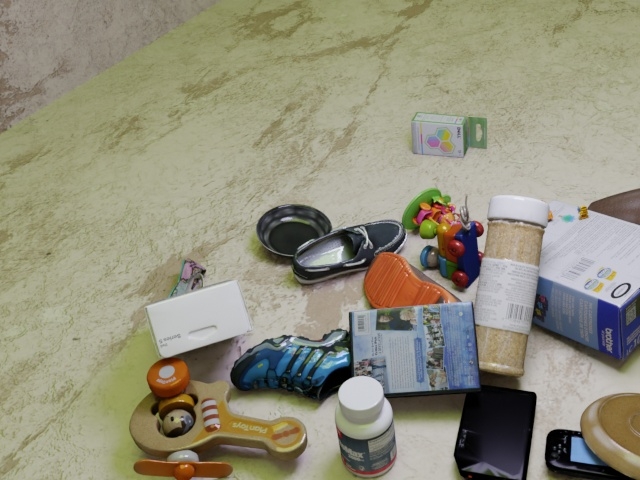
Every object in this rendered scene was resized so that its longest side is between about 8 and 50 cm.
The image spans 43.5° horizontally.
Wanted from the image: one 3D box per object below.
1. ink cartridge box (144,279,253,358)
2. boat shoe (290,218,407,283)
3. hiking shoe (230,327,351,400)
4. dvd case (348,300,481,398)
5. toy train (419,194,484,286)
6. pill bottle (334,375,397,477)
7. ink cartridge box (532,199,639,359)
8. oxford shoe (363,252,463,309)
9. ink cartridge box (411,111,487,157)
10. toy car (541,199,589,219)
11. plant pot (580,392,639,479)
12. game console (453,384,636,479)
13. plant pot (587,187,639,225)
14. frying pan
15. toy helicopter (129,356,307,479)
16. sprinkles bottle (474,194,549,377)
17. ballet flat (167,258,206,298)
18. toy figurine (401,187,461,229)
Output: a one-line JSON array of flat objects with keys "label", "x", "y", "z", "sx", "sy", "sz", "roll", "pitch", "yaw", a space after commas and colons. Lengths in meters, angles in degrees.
[{"label": "ink cartridge box", "x": -0.263, "y": 0.163, "z": 1.724, "sx": 0.198, "sy": 0.115, "sz": 0.273, "roll": -17, "pitch": 0, "yaw": -11}, {"label": "boat shoe", "x": 0.075, "y": 0.019, "z": 1.944, "sx": 0.302, "sy": 0.091, "sz": 0.114, "roll": -26, "pitch": 68, "yaw": -10}, {"label": "hiking shoe", "x": -0.038, "y": 0.268, "z": 1.654, "sx": 0.304, "sy": 0.113, "sz": 0.132, "roll": -13, "pitch": 44, "yaw": 1}, {"label": "dvd case", "x": 0.183, "y": 0.219, "z": 1.589, "sx": 0.253, "sy": 0.022, "sz": 0.180, "roll": -6, "pitch": 70, "yaw": 11}, {"label": "toy train", "x": 0.291, "y": -0.019, "z": 1.852, "sx": 0.143, "sy": 0.248, "sz": 0.105, "roll": 17, "pitch": 44, "yaw": 37}, {"label": "pill bottle", "x": 0.082, "y": 0.340, "z": 1.477, "sx": 0.108, "sy": 0.180, "sz": 0.108, "roll": -6, "pitch": 37, "yaw": 4}, {"label": "ink cartridge box", "x": 0.588, "y": 0.081, "z": 1.704, "sx": 0.270, "sy": 0.151, "sz": 0.395, "roll": -34, "pitch": 36, "yaw": -28}, {"label": "oxford shoe", "x": 0.215, "y": 0.133, "z": 1.798, "sx": 0.130, "sy": 0.133, "sz": 0.364, "roll": -59, "pitch": 31, "yaw": 6}, {"label": "ink cartridge box", "x": 0.370, "y": -0.303, "z": 2.315, "sx": 0.209, "sy": 0.109, "sz": 0.062, "roll": 8, "pitch": 41, "yaw": 21}, {"label": "toy car", "x": 0.532, "y": -0.075, "z": 1.792, "sx": 0.122, "sy": 0.040, "sz": 0.060, "roll": -7, "pitch": 33, "yaw": 13}, {"label": "plant pot", "x": 0.591, "y": 0.345, "z": 1.441, "sx": 0.236, "sy": 0.032, "sz": 0.236, "roll": 3, "pitch": 29, "yaw": -2}, {"label": "game console", "x": 0.434, "y": 0.372, "z": 1.475, "sx": 0.361, "sy": 0.044, "sz": 0.213, "roll": 5, "pitch": 40, "yaw": 17}, {"label": "plant pot", "x": 0.734, "y": -0.034, "z": 1.833, "sx": 0.230, "sy": 0.215, "sz": 0.215, "roll": 5, "pitch": 37, "yaw": 41}, {"label": "frying pan", "x": -0.003, "y": -0.021, "z": 2.072, "sx": 0.326, "sy": 0.053, "sz": 0.197, "roll": 1, "pitch": 44, "yaw": -2}, {"label": "toy helicopter", "x": -0.201, "y": 0.371, "z": 1.539, "sx": 0.355, "sy": 0.140, "sz": 0.235, "roll": 6, "pitch": 41, "yaw": 15}, {"label": "sprinkles bottle", "x": 0.376, "y": 0.091, "z": 1.620, "sx": 0.121, "sy": 0.121, "sz": 0.355, "roll": 8, "pitch": 85, "yaw": 22}, {"label": "ballet flat", "x": -0.323, "y": 0.128, "z": 1.939, "sx": 0.079, "sy": 0.077, "sz": 0.221, "roll": 15, "pitch": 39, "yaw": -1}, {"label": "toy figurine", "x": 0.317, "y": -0.036, "z": 2.006, "sx": 0.173, "sy": 0.130, "sz": 0.159, "roll": -9, "pitch": 44, "yaw": -42}]
